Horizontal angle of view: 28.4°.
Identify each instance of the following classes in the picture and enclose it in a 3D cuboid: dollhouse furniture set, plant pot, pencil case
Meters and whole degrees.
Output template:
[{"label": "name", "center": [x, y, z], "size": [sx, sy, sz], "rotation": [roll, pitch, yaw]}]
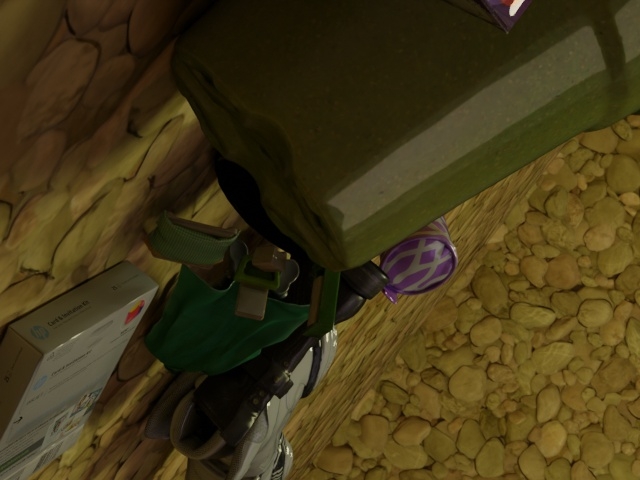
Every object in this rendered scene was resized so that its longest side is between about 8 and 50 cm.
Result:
[{"label": "dollhouse furniture set", "center": [-0.063, 0.030, 0.975], "size": [0.076, 0.151, 0.059], "rotation": [139, -37, -67]}, {"label": "plant pot", "center": [0.055, -0.122, 0.807], "size": [0.254, 0.276, 0.276], "rotation": [-39, 166, -11]}, {"label": "pencil case", "center": [0.083, -0.029, 1.339], "size": [0.088, 0.086, 0.206], "rotation": [-34, -147, 14]}]

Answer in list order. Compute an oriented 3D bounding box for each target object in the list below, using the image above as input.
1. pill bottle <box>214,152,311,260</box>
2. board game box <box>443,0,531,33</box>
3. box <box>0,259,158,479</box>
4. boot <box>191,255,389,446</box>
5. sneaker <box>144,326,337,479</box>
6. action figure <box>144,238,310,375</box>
[{"label": "pill bottle", "center": [0.027, -0.098, 1.029], "size": [0.219, 0.123, 0.123], "rotation": [-48, 168, -20]}, {"label": "board game box", "center": [0.127, -0.287, 0.663], "size": [0.347, 0.208, 0.056], "rotation": [-53, 140, -1]}, {"label": "box", "center": [-0.210, 0.115, 0.965], "size": [0.186, 0.038, 0.145], "rotation": [-58, 168, 31]}, {"label": "boot", "center": [-0.049, 0.084, 1.261], "size": [0.229, 0.091, 0.263], "rotation": [-49, -168, 1]}, {"label": "sneaker", "center": [-0.117, 0.230, 1.455], "size": [0.210, 0.137, 0.366], "rotation": [-35, 155, -53]}, {"label": "action figure", "center": [-0.097, 0.072, 1.129], "size": [0.232, 0.137, 0.063], "rotation": [-42, -150, 53]}]
